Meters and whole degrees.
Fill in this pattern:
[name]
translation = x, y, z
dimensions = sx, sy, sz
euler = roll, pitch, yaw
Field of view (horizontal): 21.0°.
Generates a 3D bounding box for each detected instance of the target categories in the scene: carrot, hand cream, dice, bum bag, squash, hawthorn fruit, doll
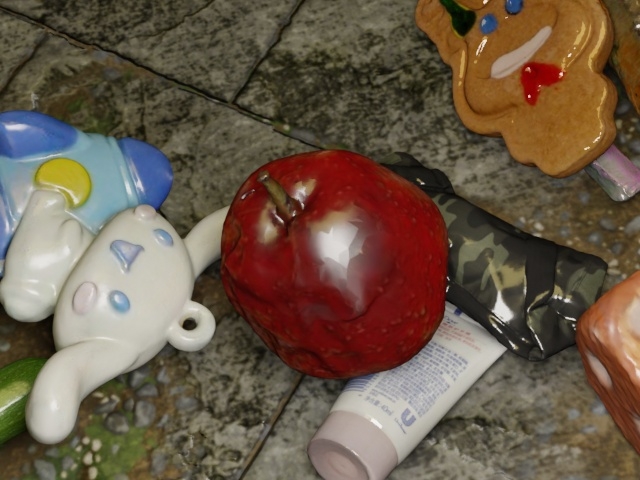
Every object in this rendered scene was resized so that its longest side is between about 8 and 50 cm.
[carrot]
translation = 0.380, -0.208, 1.905
dimensions = 0.139, 0.138, 0.302
euler = -18, 66, -7
[hand cream]
translation = 0.082, 0.144, 1.743
dimensions = 0.133, 0.083, 0.248
euler = 29, 54, 21
[dice]
translation = 0.360, 0.119, 1.661
dimensions = 0.174, 0.175, 0.179
euler = -26, 70, -7
[bum bag]
translation = 0.143, 0.008, 1.804
dimensions = 0.340, 0.095, 0.144
euler = 30, 55, 25
[squash]
translation = -0.358, 0.185, 1.747
dimensions = 0.219, 0.068, 0.077
euler = -24, 54, -10
[hawthorn fruit]
translation = 0.000, 0.000, 1.671
dimensions = 0.230, 0.266, 0.210
euler = 21, 66, 39
[doll]
translation = -0.256, -0.005, 1.780
dimensions = 0.365, 0.187, 0.376
euler = 36, 34, 16

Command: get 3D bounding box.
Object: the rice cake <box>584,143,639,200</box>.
[rice cake]
translation = 0.285, -0.118, 1.905
dimensions = 0.047, 0.036, 0.206
euler = -26, 59, -17

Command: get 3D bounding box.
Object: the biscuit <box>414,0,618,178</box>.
[biscuit]
translation = 0.223, -0.217, 1.912
dimensions = 0.202, 0.047, 0.334
euler = -35, 58, 22
